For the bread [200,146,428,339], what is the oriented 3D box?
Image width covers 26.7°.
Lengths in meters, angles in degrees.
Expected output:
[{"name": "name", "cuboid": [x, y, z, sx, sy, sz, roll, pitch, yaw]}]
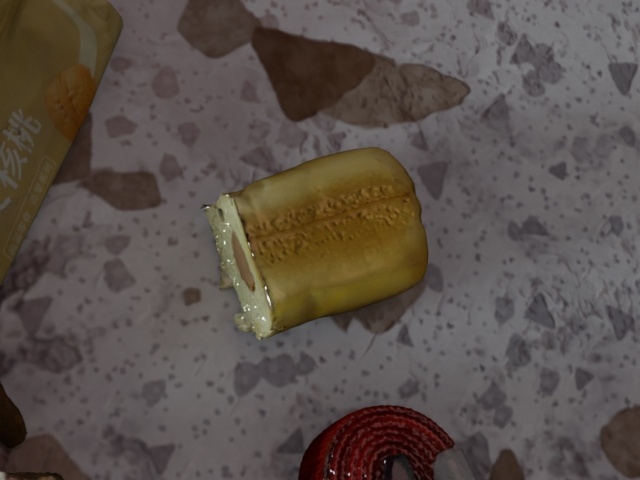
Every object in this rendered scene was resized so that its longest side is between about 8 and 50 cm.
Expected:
[{"name": "bread", "cuboid": [0.000, 0.001, 1.131, 0.173, 0.085, 0.134, -15, 74, -17]}]

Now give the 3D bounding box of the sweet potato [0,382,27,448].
[{"name": "sweet potato", "cuboid": [-0.341, 0.069, 0.982, 0.314, 0.072, 0.066, 31, 107, -25]}]

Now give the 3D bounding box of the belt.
[{"name": "belt", "cuboid": [0.065, 0.227, 1.060, 0.128, 0.124, 0.201, -22, 80, -18]}]

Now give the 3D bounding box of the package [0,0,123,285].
[{"name": "package", "cuboid": [-0.303, -0.111, 1.045, 0.221, 0.165, 0.311, 26, 69, -6]}]

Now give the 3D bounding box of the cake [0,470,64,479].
[{"name": "cake", "cuboid": [-0.255, 0.230, 0.968, 0.147, 0.135, 0.135, -1, 76, -15]}]
